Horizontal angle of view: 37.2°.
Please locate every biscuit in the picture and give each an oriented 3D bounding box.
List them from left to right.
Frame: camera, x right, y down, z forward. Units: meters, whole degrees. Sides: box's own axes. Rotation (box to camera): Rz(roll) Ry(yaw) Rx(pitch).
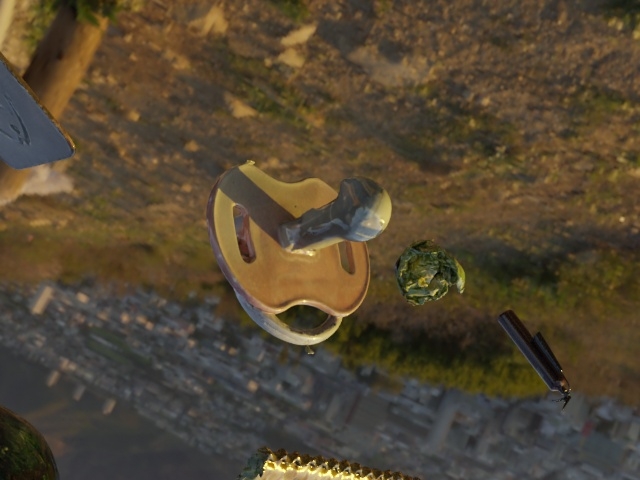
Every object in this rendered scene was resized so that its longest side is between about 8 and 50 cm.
[{"bbox_3d":[-0.019,0.206,0.670,0.203,0.144,0.016,24,-159,-51],"label":"biscuit"}]

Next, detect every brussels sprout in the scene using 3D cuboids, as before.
[{"bbox_3d":[0.116,0.034,1.048,0.085,0.058,0.085,2,119,4],"label":"brussels sprout"}]

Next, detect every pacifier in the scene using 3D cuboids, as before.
[{"bbox_3d":[-0.024,-0.005,1.428,0.332,0.273,0.220,9,-153,-46],"label":"pacifier"}]

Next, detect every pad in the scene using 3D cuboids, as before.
[{"bbox_3d":[-0.473,-0.217,1.323,0.286,0.018,0.284,-1,130,56],"label":"pad"}]

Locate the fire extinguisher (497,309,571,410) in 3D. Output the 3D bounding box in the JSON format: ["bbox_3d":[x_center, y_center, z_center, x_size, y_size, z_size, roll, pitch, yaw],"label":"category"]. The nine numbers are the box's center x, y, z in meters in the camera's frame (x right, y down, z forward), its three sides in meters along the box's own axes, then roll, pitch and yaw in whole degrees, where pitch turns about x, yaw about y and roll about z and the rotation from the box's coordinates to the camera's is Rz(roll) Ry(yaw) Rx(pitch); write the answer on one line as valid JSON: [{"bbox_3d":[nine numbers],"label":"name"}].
[{"bbox_3d":[0.329,0.171,1.424,0.035,0.049,0.173,9,-141,-50],"label":"fire extinguisher"}]

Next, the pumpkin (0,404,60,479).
[{"bbox_3d":[-0.416,0.338,1.048,0.238,0.315,0.315,33,162,-10],"label":"pumpkin"}]
